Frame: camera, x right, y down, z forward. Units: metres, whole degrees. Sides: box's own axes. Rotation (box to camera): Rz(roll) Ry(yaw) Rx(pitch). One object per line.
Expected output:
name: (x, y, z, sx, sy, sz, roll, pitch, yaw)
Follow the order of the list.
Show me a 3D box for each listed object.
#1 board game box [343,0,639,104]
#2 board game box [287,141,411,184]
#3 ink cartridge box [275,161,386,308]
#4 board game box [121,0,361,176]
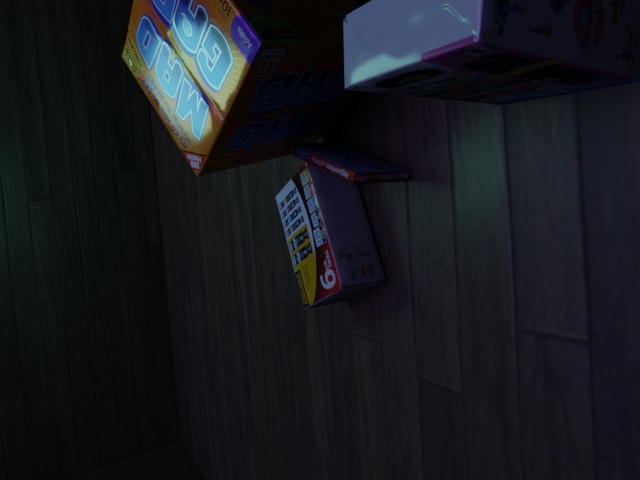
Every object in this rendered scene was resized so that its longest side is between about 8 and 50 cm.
board game box: (0.214, -0.242, 0.566, 0.224, 0.303, 0.098, 12, 105, 58)
board game box: (0.054, -0.176, 1.000, 0.281, 0.144, 0.027, 36, 128, 52)
ink cartridge box: (0.000, 0.000, 1.135, 0.272, 0.129, 0.310, -39, 63, 56)
board game box: (-0.154, -0.417, 0.990, 0.356, 0.356, 0.356, 56, 137, 11)
